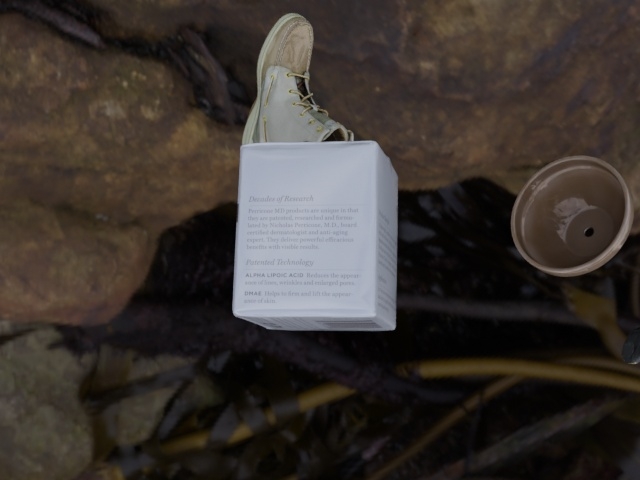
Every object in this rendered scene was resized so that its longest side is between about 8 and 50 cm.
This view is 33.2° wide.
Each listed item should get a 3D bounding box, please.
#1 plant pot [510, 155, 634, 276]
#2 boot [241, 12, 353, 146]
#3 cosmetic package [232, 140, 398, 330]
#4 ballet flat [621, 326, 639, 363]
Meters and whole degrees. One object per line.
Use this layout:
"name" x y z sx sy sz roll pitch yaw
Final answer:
"plant pot" 0.493 -0.034 2.044 0.237 0.237 0.110 -46 139 13
"boot" -0.020 -0.182 1.428 0.077 0.165 0.213 2 111 -41
"cosmetic package" 0.000 0.000 1.160 0.151 0.183 0.151 -1 169 12
"ballet flat" 0.604 0.165 1.930 0.049 0.057 0.173 -1 139 -37
